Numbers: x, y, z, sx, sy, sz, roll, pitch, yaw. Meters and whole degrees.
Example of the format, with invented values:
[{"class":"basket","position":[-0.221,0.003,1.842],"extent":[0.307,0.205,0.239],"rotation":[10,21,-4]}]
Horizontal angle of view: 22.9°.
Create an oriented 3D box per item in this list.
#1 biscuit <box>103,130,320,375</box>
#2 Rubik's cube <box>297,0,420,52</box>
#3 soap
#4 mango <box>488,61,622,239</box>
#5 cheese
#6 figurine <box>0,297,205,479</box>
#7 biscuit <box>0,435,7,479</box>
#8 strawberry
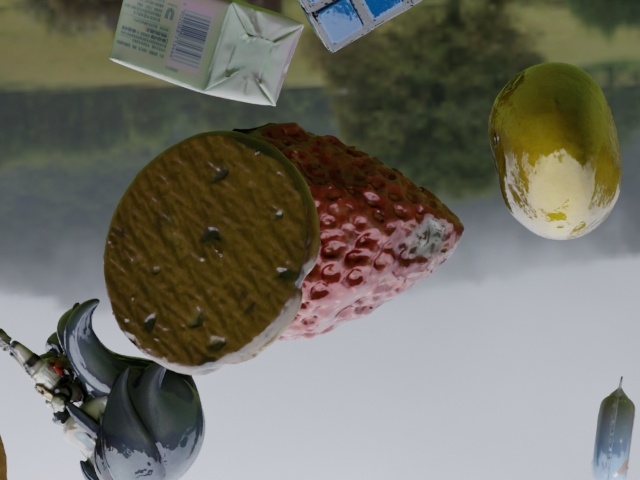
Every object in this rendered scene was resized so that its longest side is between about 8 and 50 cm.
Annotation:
[{"class":"biscuit","position":[-0.093,0.009,1.313],"extent":[0.212,0.212,0.036],"rotation":[0,164,30]},{"class":"Rubik's cube","position":[0.034,-0.326,1.782],"extent":[0.160,0.162,0.163],"rotation":[-29,-166,3]},{"class":"soap","position":[-0.162,-0.285,2.243],"extent":[0.199,0.138,0.182],"rotation":[22,-169,33]},{"class":"mango","position":[0.176,-0.068,1.198],"extent":[0.098,0.137,0.195],"rotation":[-9,179,11]},{"class":"cheese","position":[0.408,0.312,2.219],"extent":[0.052,0.244,0.135],"rotation":[7,175,14]},{"class":"figurine","position":[-0.252,0.181,1.863],"extent":[0.197,0.265,0.175],"rotation":[-27,-176,6]},{"class":"biscuit","position":[-0.550,0.282,1.864],"extent":[0.365,0.385,0.062],"rotation":[-28,161,2]},{"class":"strawberry","position":[-0.013,0.006,1.979],"extent":[0.310,0.292,0.292],"rotation":[32,-167,9]}]
